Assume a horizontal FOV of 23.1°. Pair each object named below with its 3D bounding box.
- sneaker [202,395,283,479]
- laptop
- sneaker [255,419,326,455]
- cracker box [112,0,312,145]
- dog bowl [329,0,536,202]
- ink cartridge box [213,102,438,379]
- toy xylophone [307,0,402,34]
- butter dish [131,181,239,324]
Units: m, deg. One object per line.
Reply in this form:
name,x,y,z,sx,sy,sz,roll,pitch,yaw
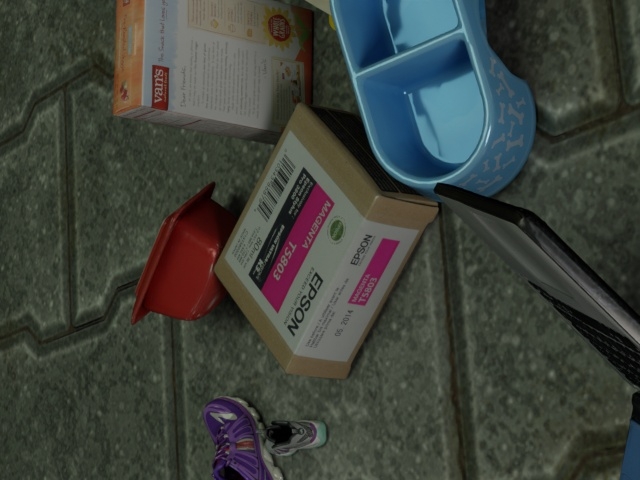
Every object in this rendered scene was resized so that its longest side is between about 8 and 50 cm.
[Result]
sneaker,-0.098,0.243,1.781,0.068,0.071,0.170,-58,43,27
laptop,0.183,0.184,1.181,0.236,0.408,0.382,-46,6,0
sneaker,-0.048,0.215,1.724,0.098,0.069,0.038,-25,64,47
cracker box,-0.118,-0.202,1.757,0.067,0.232,0.156,-10,75,50
dog bowl,0.101,-0.181,1.535,0.166,0.074,0.297,-20,80,30
ink cartridge box,0.000,0.000,1.690,0.193,0.088,0.235,51,122,44
toy xylophone,0.047,-0.329,1.693,0.323,0.081,0.236,49,120,44
butter dish,-0.134,0.031,1.835,0.118,0.160,0.160,25,110,5
